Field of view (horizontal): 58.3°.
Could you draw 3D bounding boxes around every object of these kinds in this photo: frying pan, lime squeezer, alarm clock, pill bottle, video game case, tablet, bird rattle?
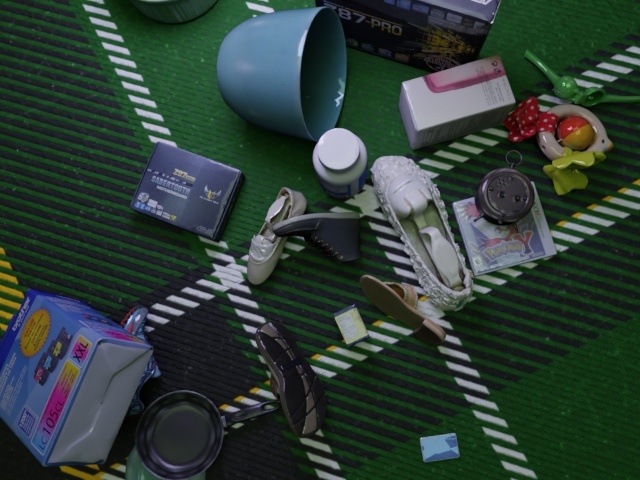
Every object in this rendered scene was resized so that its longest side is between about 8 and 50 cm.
[{"bbox_3d":[-0.271,0.411,1.336,0.326,0.053,0.197,-35,72,-21],"label":"frying pan"},{"bbox_3d":[0.628,-0.364,1.383,0.310,0.110,0.059,24,129,7],"label":"lime squeezer"},{"bbox_3d":[0.434,-0.122,1.338,0.129,0.064,0.192,15,80,5],"label":"alarm clock"},{"bbox_3d":[0.047,-0.178,1.313,0.124,0.221,0.125,-1,81,3],"label":"pill bottle"},{"bbox_3d":[0.435,-0.028,1.364,0.201,0.023,0.184,-15,81,2],"label":"video game case"},{"bbox_3d":[0.272,0.473,1.312,0.083,0.006,0.054,-9,81,2],"label":"tablet"},{"bbox_3d":[0.568,-0.242,1.359,0.206,0.143,0.254,-24,63,-15],"label":"bird rattle"}]

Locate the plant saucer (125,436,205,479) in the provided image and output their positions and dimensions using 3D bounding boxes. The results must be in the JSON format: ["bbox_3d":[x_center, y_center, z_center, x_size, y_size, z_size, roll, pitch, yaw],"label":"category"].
[{"bbox_3d":[-0.366,0.541,1.331,0.194,0.037,0.195,-1,81,5],"label":"plant saucer"}]

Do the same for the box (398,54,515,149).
[{"bbox_3d":[0.313,-0.321,1.352,0.232,0.148,0.127,-15,81,1],"label":"box"}]

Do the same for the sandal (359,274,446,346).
[{"bbox_3d":[0.201,0.143,1.343,0.240,0.088,0.079,40,55,2],"label":"sandal"}]

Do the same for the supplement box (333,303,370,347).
[{"bbox_3d":[0.072,0.197,1.326,0.056,0.083,0.083,-25,82,0],"label":"supplement box"}]

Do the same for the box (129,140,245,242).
[{"bbox_3d":[-0.325,-0.120,1.412,0.232,0.059,0.184,21,83,6],"label":"box"}]

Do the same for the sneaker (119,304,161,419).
[{"bbox_3d":[-0.436,0.287,1.358,0.125,0.104,0.262,17,75,-21],"label":"sneaker"}]

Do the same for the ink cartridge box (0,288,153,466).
[{"bbox_3d":[-0.583,0.281,1.272,0.395,0.151,0.270,18,83,40],"label":"ink cartridge box"}]

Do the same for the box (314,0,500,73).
[{"bbox_3d":[0.185,-0.513,1.304,0.394,0.318,0.097,20,84,6],"label":"box"}]

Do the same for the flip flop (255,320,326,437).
[{"bbox_3d":[-0.077,0.319,1.322,0.112,0.080,0.277,-14,63,-36],"label":"flip flop"}]

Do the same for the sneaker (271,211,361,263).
[{"bbox_3d":[0.000,0.000,1.332,0.221,0.083,0.118,-6,85,-22],"label":"sneaker"}]

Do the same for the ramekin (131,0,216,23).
[{"bbox_3d":[-0.385,-0.709,1.457,0.303,0.148,0.304,-1,82,4],"label":"ramekin"}]

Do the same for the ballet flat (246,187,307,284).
[{"bbox_3d":[-0.119,-0.016,1.369,0.086,0.086,0.249,26,82,7],"label":"ballet flat"}]

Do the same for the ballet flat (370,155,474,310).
[{"bbox_3d":[0.246,-0.034,1.325,0.146,0.147,0.409,-26,80,0],"label":"ballet flat"}]

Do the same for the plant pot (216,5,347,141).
[{"bbox_3d":[-0.096,-0.389,1.332,0.234,0.293,0.293,11,82,20],"label":"plant pot"}]
